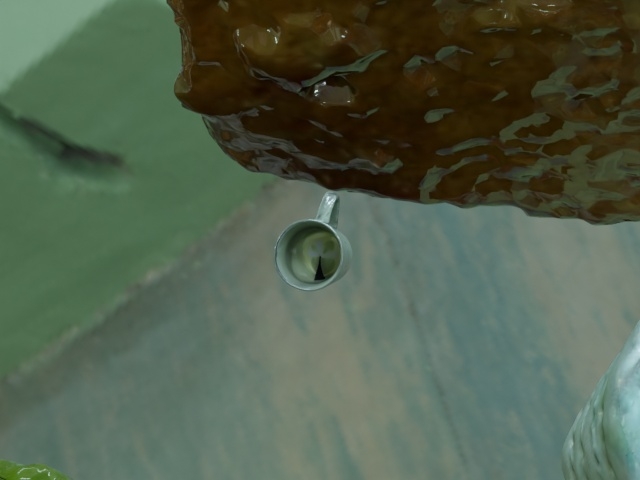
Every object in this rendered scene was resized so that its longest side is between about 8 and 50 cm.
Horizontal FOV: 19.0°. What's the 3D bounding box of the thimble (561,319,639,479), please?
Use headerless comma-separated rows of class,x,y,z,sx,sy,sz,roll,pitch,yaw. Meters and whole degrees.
thimble,0.250,0.115,1.155,0.149,0.185,0.211,110,169,-61

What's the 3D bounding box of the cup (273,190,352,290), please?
cup,-0.005,0.002,1.499,0.054,0.083,0.075,-10,88,8

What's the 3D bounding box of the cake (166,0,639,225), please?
cake,0.068,-0.172,0.626,0.199,0.196,0.293,5,55,8

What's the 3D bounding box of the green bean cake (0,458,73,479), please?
green bean cake,-0.128,0.262,0.620,0.218,0.335,0.319,-39,18,51
